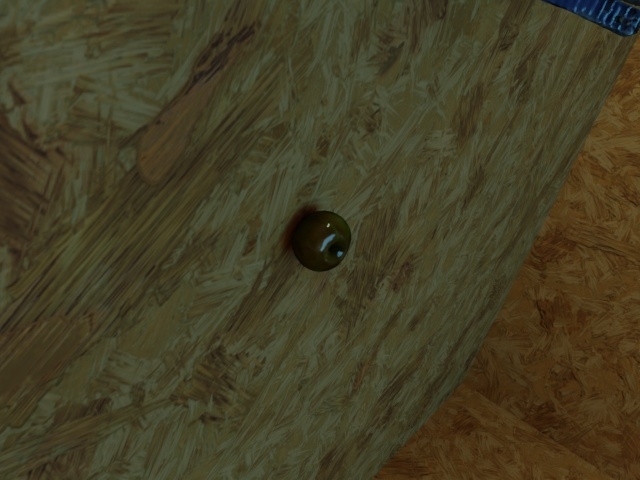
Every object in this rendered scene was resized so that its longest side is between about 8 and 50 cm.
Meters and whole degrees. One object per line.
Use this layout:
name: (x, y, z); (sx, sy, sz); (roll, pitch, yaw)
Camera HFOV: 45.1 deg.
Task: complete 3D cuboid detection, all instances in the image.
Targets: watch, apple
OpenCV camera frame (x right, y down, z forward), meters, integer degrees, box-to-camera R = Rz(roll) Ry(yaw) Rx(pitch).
watch: (0.409, -0.381, 1.159); (0.276, 0.274, 0.068); (-90, -156, -79)
apple: (0.000, 0.000, 1.098); (0.089, 0.074, 0.089); (-43, 152, -31)
